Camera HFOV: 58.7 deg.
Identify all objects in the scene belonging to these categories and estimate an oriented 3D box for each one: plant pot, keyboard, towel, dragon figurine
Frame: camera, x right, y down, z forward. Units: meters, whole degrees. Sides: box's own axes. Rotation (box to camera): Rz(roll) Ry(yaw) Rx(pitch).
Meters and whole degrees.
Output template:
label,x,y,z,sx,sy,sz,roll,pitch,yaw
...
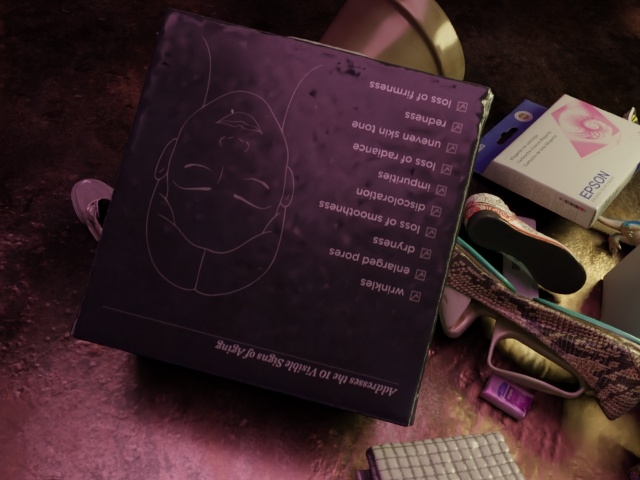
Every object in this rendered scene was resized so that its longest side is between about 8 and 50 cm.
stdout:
label,x,y,z,sx,sy,sz,roll,pitch,yaw
plant pot,0.101,-0.370,1.254,0.280,0.323,0.323,-42,71,-11
keyboard,0.413,0.052,1.179,0.072,0.014,0.256,9,56,4
towel,0.189,0.423,0.794,0.234,0.121,0.284,-2,38,-14
dragon figurine,0.701,-0.015,1.209,0.144,0.085,0.289,-26,53,-23

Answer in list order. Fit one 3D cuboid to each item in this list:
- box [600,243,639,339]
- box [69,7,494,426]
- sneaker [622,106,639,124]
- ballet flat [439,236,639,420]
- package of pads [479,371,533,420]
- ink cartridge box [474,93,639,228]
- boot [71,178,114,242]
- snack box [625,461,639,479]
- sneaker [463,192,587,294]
label,x,y,z,sx,sy,sz,roll,pitch,yaw
box,0.726,0.170,1.052,0.345,0.168,0.215,18,57,4
box,-0.047,-0.028,0.891,0.479,0.297,0.472,15,85,2
sneaker,0.791,-0.303,1.448,0.035,0.031,0.083,31,62,-4
ballet flat,0.333,0.142,1.018,0.482,0.164,0.182,35,90,25
package of pads,0.330,0.276,1.011,0.083,0.032,0.050,31,62,12
ink cartridge box,0.534,-0.210,1.285,0.330,0.071,0.324,34,58,27
boot,-0.394,-0.051,1.063,0.095,0.123,0.258,-33,67,-25
snack box,0.574,0.420,0.912,0.037,0.100,0.141,-22,63,-20
sneaker,0.407,-0.003,1.148,0.270,0.090,0.145,29,26,-9
